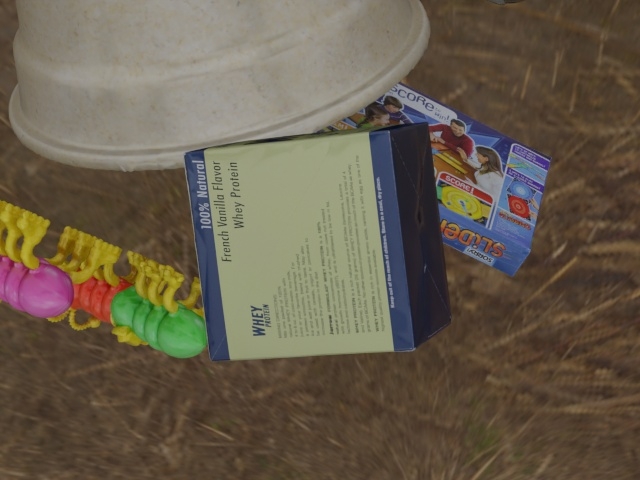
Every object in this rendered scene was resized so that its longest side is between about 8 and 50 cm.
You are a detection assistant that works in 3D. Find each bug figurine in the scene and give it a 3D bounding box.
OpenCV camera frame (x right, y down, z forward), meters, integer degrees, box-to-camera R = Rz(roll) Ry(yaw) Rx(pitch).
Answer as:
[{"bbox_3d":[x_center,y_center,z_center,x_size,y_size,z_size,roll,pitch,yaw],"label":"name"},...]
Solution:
[{"bbox_3d":[-0.188,0.022,1.064,0.216,0.279,0.072,18,85,45],"label":"bug figurine"}]

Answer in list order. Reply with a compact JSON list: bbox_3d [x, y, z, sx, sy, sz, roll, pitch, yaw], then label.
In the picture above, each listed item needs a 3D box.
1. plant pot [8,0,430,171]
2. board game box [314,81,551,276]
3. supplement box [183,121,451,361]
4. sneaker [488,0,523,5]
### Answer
[{"bbox_3d":[-0.108,-0.264,1.140,0.333,0.334,0.306,-12,119,2],"label":"plant pot"},{"bbox_3d":[0.087,-0.065,1.279,0.201,0.035,0.136,27,40,-3],"label":"board game box"},{"bbox_3d":[0.000,0.000,0.603,0.083,0.056,0.083,-5,95,20],"label":"supplement box"},{"bbox_3d":[0.169,-0.220,0.755,0.267,0.106,0.101,-54,45,16],"label":"sneaker"}]
